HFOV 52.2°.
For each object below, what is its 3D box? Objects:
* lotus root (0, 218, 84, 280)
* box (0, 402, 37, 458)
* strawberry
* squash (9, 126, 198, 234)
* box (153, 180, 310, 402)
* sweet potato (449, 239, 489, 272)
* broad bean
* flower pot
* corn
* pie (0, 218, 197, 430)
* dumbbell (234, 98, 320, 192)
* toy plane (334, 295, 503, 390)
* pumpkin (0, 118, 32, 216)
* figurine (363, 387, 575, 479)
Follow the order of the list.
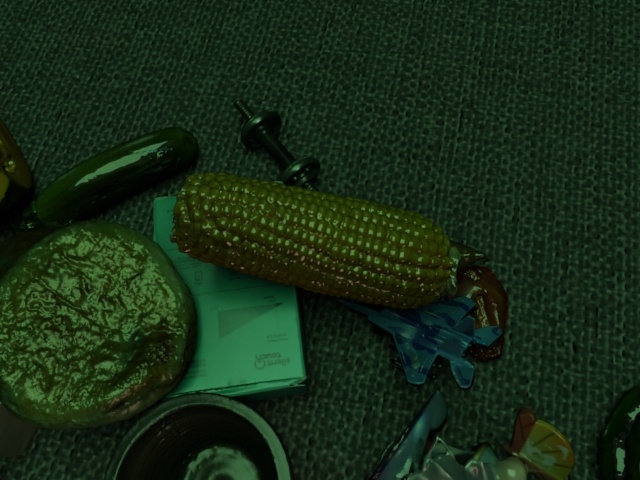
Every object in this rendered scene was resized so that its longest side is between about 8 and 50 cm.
[{"bbox_3d":[-0.390,0.086,0.960,0.267,0.149,0.260,19,70,7],"label":"lotus root"},{"bbox_3d":[-0.522,0.217,0.917,0.225,0.129,0.086,20,70,11],"label":"box"},{"bbox_3d":[0.234,0.103,0.971,0.104,0.048,0.152,-17,64,0],"label":"strawberry"},{"bbox_3d":[-0.354,-0.098,1.068,0.331,0.087,0.087,-29,69,-7],"label":"squash"},{"bbox_3d":[-0.131,0.082,0.960,0.205,0.118,0.311,-9,67,2],"label":"box"},{"bbox_3d":[0.117,0.032,0.997,0.270,0.075,0.074,-9,67,9],"label":"sweet potato"},{"bbox_3d":[0.442,0.309,0.871,0.144,0.049,0.292,18,69,9],"label":"broad bean"},{"bbox_3d":[-0.141,0.321,0.842,0.235,0.148,0.235,-2,70,5],"label":"flower pot"},{"bbox_3d":[0.000,0.000,0.868,0.387,0.144,0.144,14,67,-11],"label":"corn"},{"bbox_3d":[-0.300,0.108,0.851,0.277,0.078,0.277,2,65,-4],"label":"pie"},{"bbox_3d":[-0.066,-0.144,1.073,0.082,0.081,0.254,-34,68,-11],"label":"dumbbell"},{"bbox_3d":[0.123,0.127,0.938,0.246,0.078,0.169,12,46,37],"label":"toy plane"},{"bbox_3d":[-0.588,-0.116,1.088,0.163,0.111,0.278,-36,70,2],"label":"pumpkin"},{"bbox_3d":[0.230,0.371,0.755,0.388,0.248,0.276,39,114,14],"label":"figurine"}]
